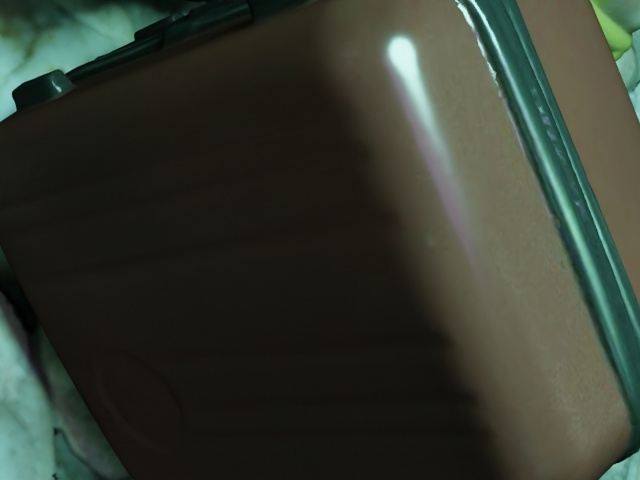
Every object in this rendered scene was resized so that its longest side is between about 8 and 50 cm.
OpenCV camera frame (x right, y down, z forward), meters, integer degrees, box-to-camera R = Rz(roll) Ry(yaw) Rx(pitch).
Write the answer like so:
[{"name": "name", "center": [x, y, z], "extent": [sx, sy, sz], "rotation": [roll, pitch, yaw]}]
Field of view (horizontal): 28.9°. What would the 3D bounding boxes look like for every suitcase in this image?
[{"name": "suitcase", "center": [0.000, 0.000, 0.561], "extent": [0.161, 0.297, 0.236], "rotation": [-37, 109, -42]}]

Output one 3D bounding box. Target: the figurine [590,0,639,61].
[{"name": "figurine", "center": [0.097, -0.136, 0.722], "extent": [0.224, 0.205, 0.382], "rotation": [23, 83, -64]}]

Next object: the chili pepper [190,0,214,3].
[{"name": "chili pepper", "center": [-0.040, -0.240, 0.583], "extent": [0.233, 0.256, 0.248], "rotation": [-3, 94, -37]}]
